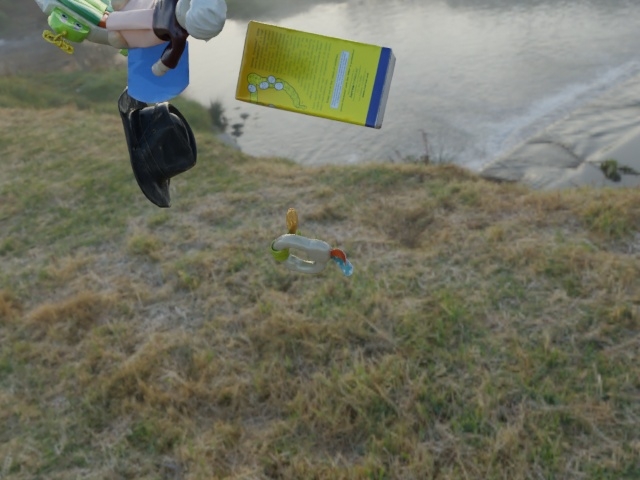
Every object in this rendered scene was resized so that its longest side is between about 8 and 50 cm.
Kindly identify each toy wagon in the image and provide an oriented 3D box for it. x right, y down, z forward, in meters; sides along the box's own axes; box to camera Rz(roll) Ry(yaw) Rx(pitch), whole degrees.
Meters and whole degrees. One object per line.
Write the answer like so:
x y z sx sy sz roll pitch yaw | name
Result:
-0.528 -0.516 1.588 0.068 0.267 0.344 -47 26 26 | toy wagon

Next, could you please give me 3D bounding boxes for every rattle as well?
0.000 0.000 1.562 0.199 0.130 0.143 -8 32 38 | rattle

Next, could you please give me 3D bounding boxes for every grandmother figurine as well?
-0.293 -0.417 1.355 0.104 0.208 0.342 -9 14 -40 | grandmother figurine

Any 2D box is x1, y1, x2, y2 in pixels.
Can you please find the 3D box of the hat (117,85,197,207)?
-0.401 -0.256 1.871 0.134 0.331 0.331 -15 28 5 | hat

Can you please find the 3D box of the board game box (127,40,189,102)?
-0.339 -0.362 1.518 0.133 0.169 0.033 -6 -15 5 | board game box

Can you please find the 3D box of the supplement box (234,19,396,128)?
-0.007 -0.408 1.796 0.356 0.195 0.194 13 10 7 | supplement box
